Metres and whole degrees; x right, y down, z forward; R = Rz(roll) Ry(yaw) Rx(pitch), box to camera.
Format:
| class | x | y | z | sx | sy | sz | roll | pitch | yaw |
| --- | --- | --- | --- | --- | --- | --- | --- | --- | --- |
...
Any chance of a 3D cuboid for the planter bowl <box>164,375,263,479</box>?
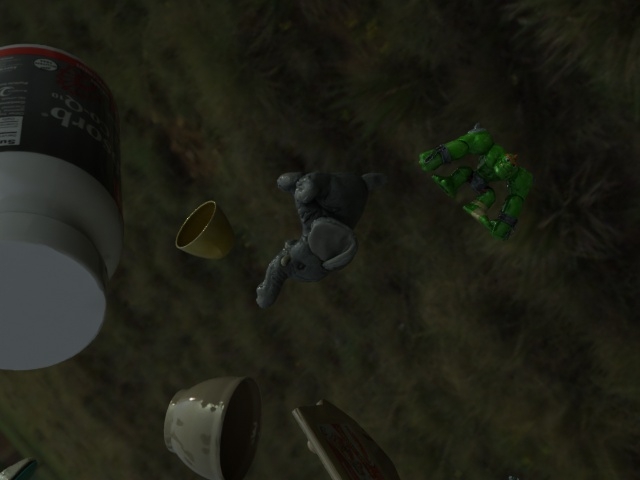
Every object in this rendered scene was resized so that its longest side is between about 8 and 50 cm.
| class | x | y | z | sx | sy | sz | roll | pitch | yaw |
| --- | --- | --- | --- | --- | --- | --- | --- | --- | --- |
| planter bowl | -0.165 | 0.278 | 1.424 | 0.109 | 0.162 | 0.162 | 5 | 139 | 19 |

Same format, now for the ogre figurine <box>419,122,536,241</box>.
| class | x | y | z | sx | sy | sz | roll | pitch | yaw |
| --- | --- | --- | --- | --- | --- | --- | --- | --- | --- |
| ogre figurine | 0.259 | -0.102 | 1.517 | 0.197 | 0.118 | 0.097 | 41 | 180 | 4 |

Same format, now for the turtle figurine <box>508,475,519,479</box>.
| class | x | y | z | sx | sy | sz | roll | pitch | yaw |
| --- | --- | --- | --- | --- | --- | --- | --- | --- | --- |
| turtle figurine | 0.449 | 0.541 | 1.908 | 0.175 | 0.118 | 0.234 | 19 | -174 | 33 |

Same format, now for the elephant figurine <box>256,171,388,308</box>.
| class | x | y | z | sx | sy | sz | roll | pitch | yaw |
| --- | --- | --- | --- | --- | --- | --- | --- | --- | --- |
| elephant figurine | 0.000 | 0.000 | 1.698 | 0.186 | 0.169 | 0.239 | -1 | 89 | 39 |

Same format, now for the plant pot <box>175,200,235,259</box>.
| class | x | y | z | sx | sy | sz | roll | pitch | yaw |
| --- | --- | --- | --- | --- | --- | --- | --- | --- | --- |
| plant pot | -0.253 | -0.010 | 2.191 | 0.095 | 0.134 | 0.134 | 41 | 162 | -26 |

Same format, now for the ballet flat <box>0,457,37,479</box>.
| class | x | y | z | sx | sy | sz | roll | pitch | yaw |
| --- | --- | --- | --- | --- | --- | --- | --- | --- | --- |
| ballet flat | -0.513 | 0.402 | 1.490 | 0.052 | 0.168 | 0.057 | 26 | 146 | 10 |

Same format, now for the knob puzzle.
| class | x | y | z | sx | sy | sz | roll | pitch | yaw |
| --- | --- | --- | --- | --- | --- | --- | --- | --- | --- |
| knob puzzle | 0.044 | 0.275 | 1.125 | 0.213 | 0.030 | 0.213 | 47 | -167 | -14 |

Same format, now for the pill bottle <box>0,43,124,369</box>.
| class | x | y | z | sx | sy | sz | roll | pitch | yaw |
| --- | --- | --- | --- | --- | --- | --- | --- | --- | --- |
| pill bottle | -0.322 | -0.045 | 1.043 | 0.363 | 0.210 | 0.210 | -106 | -3 | -49 |
